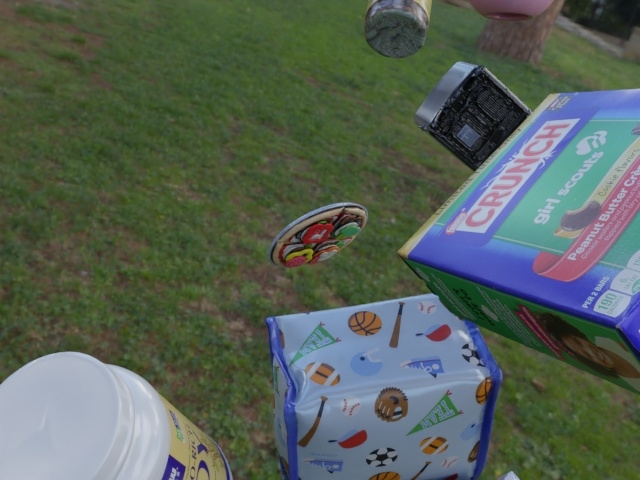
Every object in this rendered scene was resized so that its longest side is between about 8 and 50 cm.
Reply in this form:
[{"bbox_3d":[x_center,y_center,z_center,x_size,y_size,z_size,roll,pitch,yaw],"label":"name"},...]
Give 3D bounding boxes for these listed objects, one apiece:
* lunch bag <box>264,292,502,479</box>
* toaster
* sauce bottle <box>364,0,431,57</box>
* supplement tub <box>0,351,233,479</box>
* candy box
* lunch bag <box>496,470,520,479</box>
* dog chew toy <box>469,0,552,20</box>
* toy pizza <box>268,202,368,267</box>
[{"bbox_3d":[0.090,0.303,1.193,0.327,0.386,0.239,-6,40,-8],"label":"lunch bag"},{"bbox_3d":[0.295,-0.250,1.491,0.185,0.168,0.110,34,9,-24],"label":"toaster"},{"bbox_3d":[0.151,-0.469,1.326,0.111,0.111,0.344,16,53,-3],"label":"sauce bottle"},{"bbox_3d":[-0.278,0.311,0.995,0.241,0.331,0.241,-9,54,13],"label":"supplement tub"},{"bbox_3d":[0.267,-0.019,0.707,0.122,0.268,0.317,48,-12,-21],"label":"candy box"},{"bbox_3d":[0.357,0.489,1.393,0.083,0.053,0.071,46,41,9],"label":"lunch bag"},{"bbox_3d":[0.421,-0.649,1.601,0.206,0.332,0.206,5,8,-1],"label":"dog chew toy"},{"bbox_3d":[0.000,0.000,1.366,0.201,0.201,0.032,-5,58,-41],"label":"toy pizza"}]
